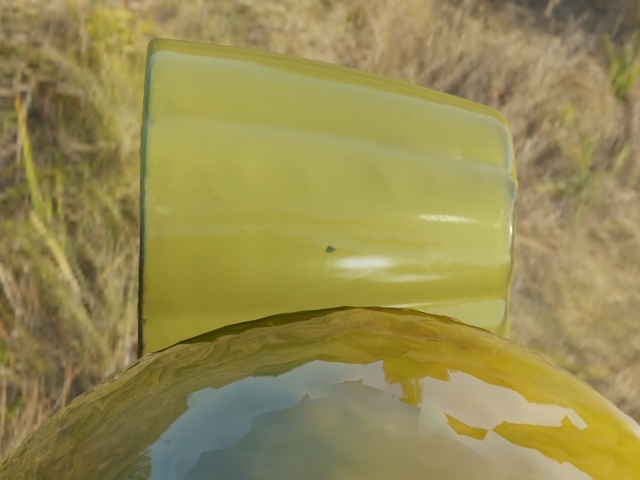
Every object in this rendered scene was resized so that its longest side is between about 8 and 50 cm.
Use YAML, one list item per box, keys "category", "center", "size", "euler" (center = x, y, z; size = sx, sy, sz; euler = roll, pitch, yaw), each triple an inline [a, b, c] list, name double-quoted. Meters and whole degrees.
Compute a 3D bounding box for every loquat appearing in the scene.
- category: "loquat"
  center: [0.025, 0.186, 0.597]
  size: [0.359, 0.328, 0.328]
  euler: [-1, 52, -36]

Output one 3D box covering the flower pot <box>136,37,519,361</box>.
- category: "flower pot"
  center: [0.000, 0.000, 0.860]
  size: [0.179, 0.195, 0.195]
  euler: [2, 53, -2]
